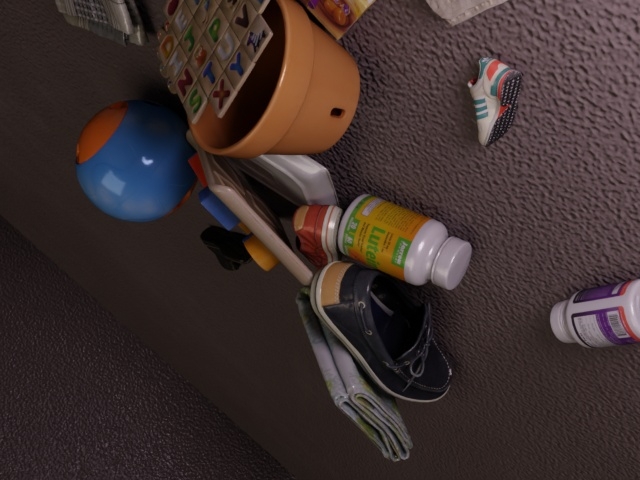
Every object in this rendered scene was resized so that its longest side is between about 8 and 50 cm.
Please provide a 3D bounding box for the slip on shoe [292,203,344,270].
[{"bbox_3d":[0.000,0.000,1.753,0.101,0.123,0.331,12,164,9],"label":"slip on shoe"}]

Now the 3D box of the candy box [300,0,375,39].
[{"bbox_3d":[0.001,-0.435,1.320,0.186,0.053,0.109,45,150,-8],"label":"candy box"}]

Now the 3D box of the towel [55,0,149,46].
[{"bbox_3d":[-0.521,-0.574,1.717,0.312,0.056,0.324,24,146,34],"label":"towel"}]

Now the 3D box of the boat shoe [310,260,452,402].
[{"bbox_3d":[0.174,0.214,1.772,0.156,0.187,0.500,-6,140,39],"label":"boat shoe"}]

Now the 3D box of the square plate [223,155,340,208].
[{"bbox_3d":[-0.119,-0.168,1.673,0.347,0.049,0.344,33,172,12],"label":"square plate"}]

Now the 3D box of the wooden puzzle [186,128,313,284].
[{"bbox_3d":[-0.175,-0.066,1.766,0.322,0.080,0.348,48,-177,-34],"label":"wooden puzzle"}]

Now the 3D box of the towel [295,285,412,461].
[{"bbox_3d":[0.085,0.313,1.921,0.320,0.090,0.374,53,-172,-40],"label":"towel"}]

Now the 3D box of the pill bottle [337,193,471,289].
[{"bbox_3d":[0.169,0.008,1.610,0.245,0.136,0.136,23,145,28],"label":"pill bottle"}]

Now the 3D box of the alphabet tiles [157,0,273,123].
[{"bbox_3d":[-0.186,-0.379,1.383,0.285,0.011,0.342,-53,47,28],"label":"alphabet tiles"}]

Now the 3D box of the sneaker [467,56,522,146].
[{"bbox_3d":[0.271,-0.225,1.291,0.075,0.057,0.161,45,156,28],"label":"sneaker"}]

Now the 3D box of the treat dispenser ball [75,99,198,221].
[{"bbox_3d":[-0.428,-0.186,1.893,0.288,0.288,0.288,29,147,21],"label":"treat dispenser ball"}]

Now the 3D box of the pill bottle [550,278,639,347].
[{"bbox_3d":[0.504,0.133,1.418,0.108,0.108,0.193,49,149,-12],"label":"pill bottle"}]

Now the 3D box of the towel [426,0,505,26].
[{"bbox_3d":[0.175,-0.445,1.115,0.187,0.049,0.282,-12,120,52],"label":"towel"}]

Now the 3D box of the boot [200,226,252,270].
[{"bbox_3d":[-0.229,0.045,2.191,0.198,0.077,0.137,30,155,44],"label":"boot"}]

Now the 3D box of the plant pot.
[{"bbox_3d":[-0.071,-0.268,1.392,0.203,0.291,0.291,12,172,-40],"label":"plant pot"}]

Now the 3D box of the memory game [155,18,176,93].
[{"bbox_3d":[-0.291,-0.381,1.703,0.186,0.012,0.186,24,126,37],"label":"memory game"}]
